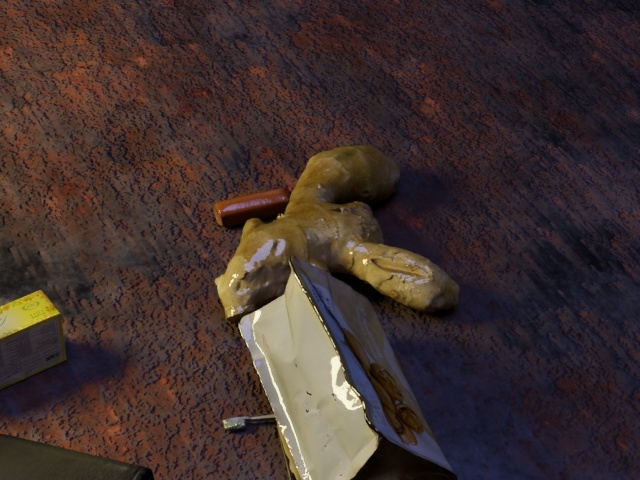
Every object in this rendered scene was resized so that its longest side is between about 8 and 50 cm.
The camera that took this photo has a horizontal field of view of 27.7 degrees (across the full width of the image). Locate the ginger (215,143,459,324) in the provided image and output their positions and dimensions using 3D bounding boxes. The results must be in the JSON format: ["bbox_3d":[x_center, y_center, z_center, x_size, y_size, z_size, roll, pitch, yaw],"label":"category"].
[{"bbox_3d":[0.000,-0.021,1.965,0.348,0.122,0.363,-2,51,-18],"label":"ginger"}]

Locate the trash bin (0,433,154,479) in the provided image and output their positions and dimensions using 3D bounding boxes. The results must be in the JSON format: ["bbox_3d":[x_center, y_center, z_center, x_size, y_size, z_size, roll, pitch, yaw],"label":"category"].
[{"bbox_3d":[-0.355,0.324,1.488,0.301,0.203,0.252,11,8,8],"label":"trash bin"}]

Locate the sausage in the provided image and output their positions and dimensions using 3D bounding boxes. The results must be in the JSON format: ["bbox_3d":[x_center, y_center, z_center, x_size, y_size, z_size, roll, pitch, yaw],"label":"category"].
[{"bbox_3d":[-0.102,-0.053,2.051,0.131,0.041,0.039,-13,39,-17],"label":"sausage"}]

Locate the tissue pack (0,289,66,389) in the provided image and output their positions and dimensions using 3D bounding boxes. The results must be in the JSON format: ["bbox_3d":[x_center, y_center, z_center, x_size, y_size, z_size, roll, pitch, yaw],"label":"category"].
[{"bbox_3d":[-0.440,0.148,1.762,0.176,0.095,0.062,-25,48,-28],"label":"tissue pack"}]

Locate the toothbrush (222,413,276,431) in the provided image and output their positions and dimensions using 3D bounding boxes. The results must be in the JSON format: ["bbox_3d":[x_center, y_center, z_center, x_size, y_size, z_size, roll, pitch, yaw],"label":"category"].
[{"bbox_3d":[-0.034,0.237,1.745,0.194,0.014,0.017,-6,45,-10],"label":"toothbrush"}]

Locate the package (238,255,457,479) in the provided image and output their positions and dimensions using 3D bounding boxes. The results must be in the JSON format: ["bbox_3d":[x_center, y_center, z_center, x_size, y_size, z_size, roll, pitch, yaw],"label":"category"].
[{"bbox_3d":[0.015,0.206,1.690,0.165,0.221,0.311,-38,51,16],"label":"package"}]
